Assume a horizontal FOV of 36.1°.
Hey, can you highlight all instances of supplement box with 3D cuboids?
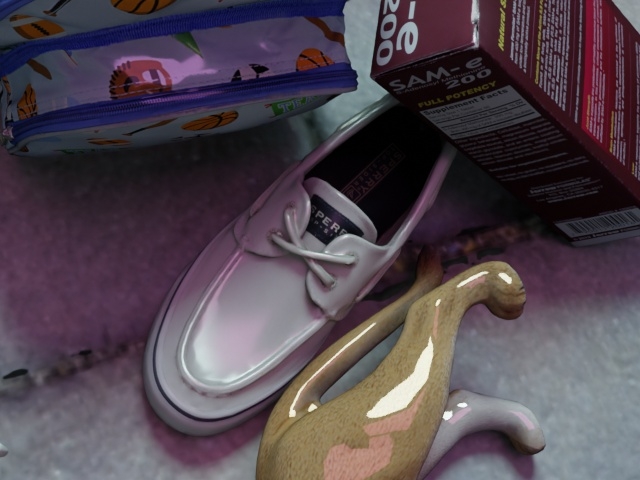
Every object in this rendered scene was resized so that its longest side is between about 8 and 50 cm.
[{"bbox_3d":[0.135,-0.102,0.604,0.239,0.073,0.130,32,57,-42],"label":"supplement box"}]

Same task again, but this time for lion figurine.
[{"bbox_3d":[0.057,0.195,0.513,0.240,0.142,0.392,-21,62,-15],"label":"lion figurine"}]

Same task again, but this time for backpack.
[{"bbox_3d":[-0.087,-0.155,0.521,0.277,0.263,0.213,-20,92,-22],"label":"backpack"}]

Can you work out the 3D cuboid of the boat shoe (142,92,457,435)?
[{"bbox_3d":[0.000,0.000,0.581,0.096,0.088,0.267,45,64,4],"label":"boat shoe"}]

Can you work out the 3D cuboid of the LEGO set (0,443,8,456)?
[{"bbox_3d":[-0.288,0.085,0.452,0.287,0.132,0.107,8,58,-6],"label":"LEGO set"}]
